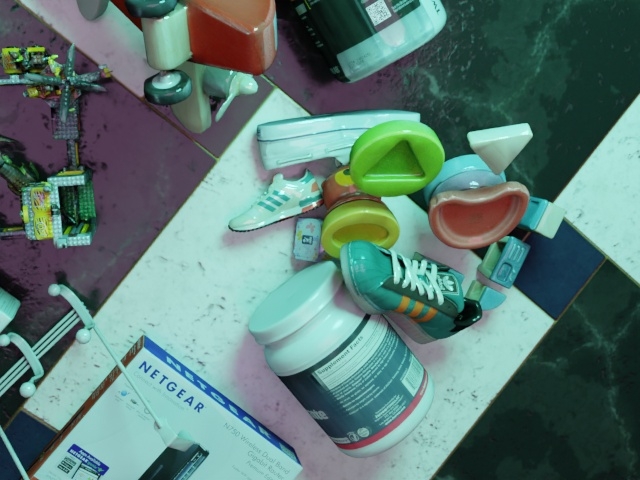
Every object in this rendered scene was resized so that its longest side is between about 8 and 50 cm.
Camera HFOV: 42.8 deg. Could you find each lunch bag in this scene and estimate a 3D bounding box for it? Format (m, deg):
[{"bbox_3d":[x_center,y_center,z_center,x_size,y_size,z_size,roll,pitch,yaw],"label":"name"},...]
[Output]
[{"bbox_3d":[0.000,0.000,1.321,0.083,0.053,0.071,7,94,-8],"label":"lunch bag"}]

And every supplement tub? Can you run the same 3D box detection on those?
[{"bbox_3d":[0.034,-0.408,1.190,0.194,0.193,0.316,-33,105,-5],"label":"supplement tub"},{"bbox_3d":[0.034,0.187,1.287,0.191,0.191,0.272,-39,104,-4],"label":"supplement tub"}]

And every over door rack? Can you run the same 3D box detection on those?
[{"bbox_3d":[-0.375,0.251,1.180,0.239,0.108,0.324,-44,72,1],"label":"over door rack"}]

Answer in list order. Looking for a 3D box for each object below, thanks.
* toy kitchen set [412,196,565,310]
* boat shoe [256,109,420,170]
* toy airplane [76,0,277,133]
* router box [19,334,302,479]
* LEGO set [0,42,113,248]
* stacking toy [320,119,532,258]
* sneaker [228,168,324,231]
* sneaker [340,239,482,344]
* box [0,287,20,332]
[{"bbox_3d":[0.266,0.003,1.343,0.166,0.122,0.207,24,93,-15],"label":"toy kitchen set"},{"bbox_3d":[0.030,-0.158,1.290,0.258,0.095,0.084,-6,104,-1],"label":"boat shoe"},{"bbox_3d":[-0.188,-0.357,1.092,0.273,0.386,0.384,-27,93,-23],"label":"toy airplane"},{"bbox_3d":[-0.253,0.370,1.310,0.335,0.082,0.301,40,89,-15],"label":"router box"},{"bbox_3d":[-0.428,-0.113,1.137,0.255,0.192,0.331,4,98,-13],"label":"LEGO set"},{"bbox_3d":[0.152,-0.107,1.214,0.309,0.130,0.279,-3,142,-8],"label":"stacking toy"},{"bbox_3d":[-0.077,-0.065,1.298,0.161,0.057,0.075,-19,92,-10],"label":"sneaker"},{"bbox_3d":[0.144,0.067,1.240,0.121,0.108,0.302,-21,146,27],"label":"sneaker"},{"bbox_3d":[-0.515,0.115,1.203,0.087,0.102,0.101,41,90,-17],"label":"box"}]
